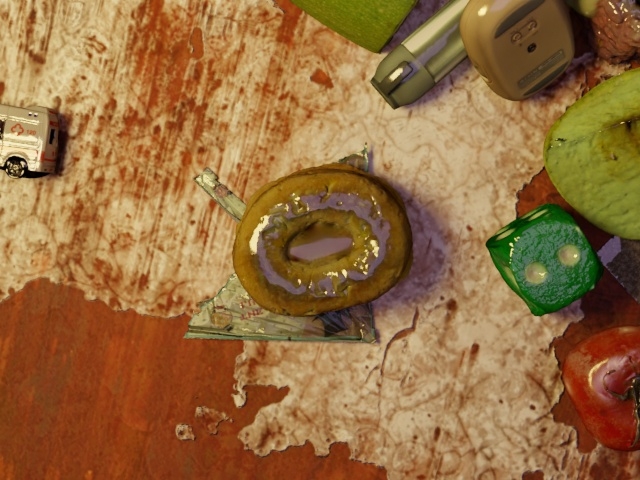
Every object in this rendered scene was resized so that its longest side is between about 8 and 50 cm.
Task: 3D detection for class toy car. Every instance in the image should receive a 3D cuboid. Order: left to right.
[{"bbox_3d":[-0.490,-0.154,1.398,0.209,0.089,0.108,8,95,0],"label":"toy car"}]

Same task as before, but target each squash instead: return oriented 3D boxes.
[{"bbox_3d":[0.024,-0.417,1.344,0.288,0.111,0.203,38,94,0],"label":"squash"}]

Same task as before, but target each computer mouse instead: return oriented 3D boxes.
[{"bbox_3d":[0.266,-0.283,1.296,0.145,0.236,0.082,-38,58,9],"label":"computer mouse"}]

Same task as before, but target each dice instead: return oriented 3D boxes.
[{"bbox_3d":[0.319,0.026,1.363,0.120,0.128,0.131,-34,92,3],"label":"dice"}]

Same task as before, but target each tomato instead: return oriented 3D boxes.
[{"bbox_3d":[0.441,0.206,1.364,0.187,0.151,0.187,0,88,3],"label":"tomato"}]

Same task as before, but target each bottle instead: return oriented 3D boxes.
[{"bbox_3d":[0.183,-0.289,1.354,0.253,0.096,0.079,-40,86,6],"label":"bottle"}]

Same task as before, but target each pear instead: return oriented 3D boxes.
[{"bbox_3d":[0.477,-0.119,1.340,0.288,0.139,0.239,-19,119,22],"label":"pear"}]

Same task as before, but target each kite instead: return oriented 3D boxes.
[{"bbox_3d":[-0.047,0.023,1.435,0.368,0.014,0.406,44,96,-2],"label":"kite"}]

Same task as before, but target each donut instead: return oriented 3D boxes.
[{"bbox_3d":[0.000,0.000,1.359,0.261,0.128,0.209,-18,94,3],"label":"donut"}]

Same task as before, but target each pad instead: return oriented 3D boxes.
[{"bbox_3d":[0.544,-0.002,1.413,0.235,0.003,0.158,-43,92,5],"label":"pad"}]

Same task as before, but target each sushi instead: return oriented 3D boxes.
[{"bbox_3d":[0.437,-0.373,1.299,0.236,0.171,0.270,-16,99,3],"label":"sushi"}]
